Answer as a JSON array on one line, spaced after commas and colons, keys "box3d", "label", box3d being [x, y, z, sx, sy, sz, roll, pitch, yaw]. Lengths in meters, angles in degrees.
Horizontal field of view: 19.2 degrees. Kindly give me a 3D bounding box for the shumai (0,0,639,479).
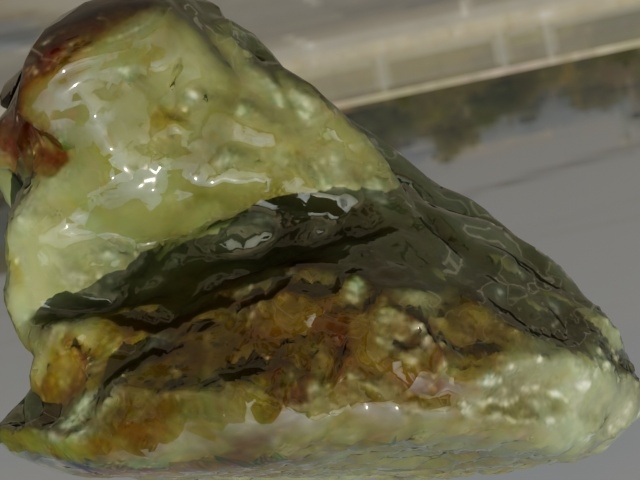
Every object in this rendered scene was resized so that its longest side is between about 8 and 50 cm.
[{"box3d": [0.000, 0.000, 0.774, 0.272, 0.204, 0.222, 7, 168, -27], "label": "shumai"}]
